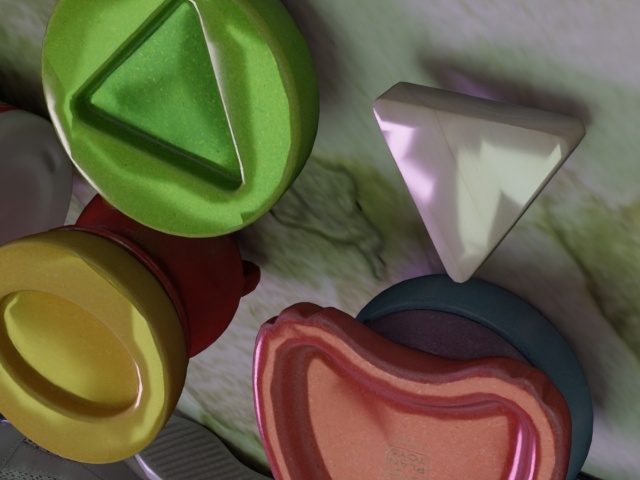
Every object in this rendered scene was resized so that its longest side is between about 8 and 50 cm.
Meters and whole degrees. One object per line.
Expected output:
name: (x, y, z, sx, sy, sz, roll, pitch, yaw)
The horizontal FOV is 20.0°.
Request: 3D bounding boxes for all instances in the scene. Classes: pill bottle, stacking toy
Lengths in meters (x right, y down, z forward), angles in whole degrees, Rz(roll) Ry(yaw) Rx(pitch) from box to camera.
pill bottle: (-0.236, -0.045, 0.994, 0.180, 0.108, 0.108, 22, 148, 25)
stacking toy: (0.000, 0.000, 0.856, 0.309, 0.130, 0.279, 23, 123, 18)

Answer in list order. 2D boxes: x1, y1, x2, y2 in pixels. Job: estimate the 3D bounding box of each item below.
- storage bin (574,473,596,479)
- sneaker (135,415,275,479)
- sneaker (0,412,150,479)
storage bin: (0.146, 0.201, 0.918, 0.180, 0.122, 0.084, 19, 147, 29)
sneaker: (-0.067, 0.168, 1.177, 0.134, 0.051, 0.070, 29, 146, 5)
sneaker: (-0.146, 0.206, 1.252, 0.105, 0.115, 0.281, -1, 134, 49)
